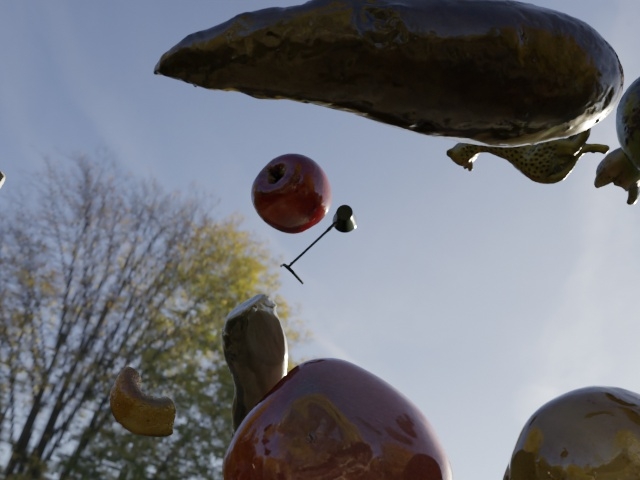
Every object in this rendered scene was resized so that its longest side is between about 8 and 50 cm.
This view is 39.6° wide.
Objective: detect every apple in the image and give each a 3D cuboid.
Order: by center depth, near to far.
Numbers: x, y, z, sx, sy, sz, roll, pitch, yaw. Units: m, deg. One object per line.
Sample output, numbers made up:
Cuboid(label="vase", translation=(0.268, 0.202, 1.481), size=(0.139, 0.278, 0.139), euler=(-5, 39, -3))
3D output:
Cuboid(label="apple", translation=(-0.064, -0.103, 2.005), size=(0.181, 0.181, 0.168), euler=(-6, -46, 33))

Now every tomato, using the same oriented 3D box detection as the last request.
Cuboid(label="tomato", translation=(0.027, 0.342, 1.320), size=(0.342, 0.341, 0.272), euler=(6, -46, 16))

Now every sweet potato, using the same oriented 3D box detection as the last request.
Cuboid(label="sweet potato", translation=(0.078, -0.146, 0.747), size=(0.423, 0.130, 0.130), euler=(0, -28, -15))

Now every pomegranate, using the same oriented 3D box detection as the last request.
Cuboid(label="pomegranate", translation=(0.403, 0.348, 1.185), size=(0.319, 0.319, 0.319), euler=(12, -31, 7))
Cuboid(label="pomegranate", translation=(0.641, -0.198, 1.628), size=(0.242, 0.242, 0.306), euler=(16, -18, -1))

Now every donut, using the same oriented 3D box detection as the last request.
Cuboid(label="donut", translation=(-0.198, 0.175, 0.987), size=(0.067, 0.083, 0.037), euler=(5, -54, -21))

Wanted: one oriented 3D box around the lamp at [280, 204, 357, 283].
Cuboid(label="lamp", translation=(0.001, -0.001, 1.119), size=(0.041, 0.121, 0.054), euler=(42, -11, 11))

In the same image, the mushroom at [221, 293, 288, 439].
Cuboid(label="mushroom", translation=(-0.112, 0.237, 1.524), size=(0.109, 0.097, 0.351), euler=(16, -57, 24))

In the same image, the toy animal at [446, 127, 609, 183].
Cuboid(label="toy animal", translation=(0.281, -0.125, 1.211), size=(0.181, 0.136, 0.073), euler=(36, 4, 18))

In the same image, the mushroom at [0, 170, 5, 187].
Cuboid(label="mushroom", translation=(-0.496, -0.113, 1.123), size=(0.209, 0.084, 0.071), euler=(30, -22, -1))
